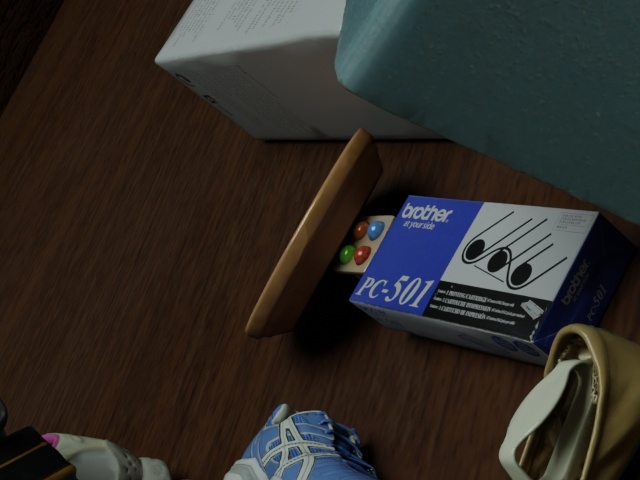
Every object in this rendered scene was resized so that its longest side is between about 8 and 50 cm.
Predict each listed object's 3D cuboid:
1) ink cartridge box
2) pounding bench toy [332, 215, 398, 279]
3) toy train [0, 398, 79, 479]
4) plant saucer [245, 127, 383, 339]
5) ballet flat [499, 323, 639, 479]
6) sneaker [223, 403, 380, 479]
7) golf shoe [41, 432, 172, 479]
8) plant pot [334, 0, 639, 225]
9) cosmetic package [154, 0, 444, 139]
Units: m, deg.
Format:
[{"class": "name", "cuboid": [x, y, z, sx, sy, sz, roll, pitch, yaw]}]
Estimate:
[{"class": "ink cartridge box", "cuboid": [0.112, 0.025, 0.877, 0.207, 0.046, 0.097, 8, 64, 58]}, {"class": "pounding bench toy", "cuboid": [0.044, 0.015, 1.008, 0.083, 0.065, 0.052, 1, 59, 62]}, {"class": "toy train", "cuboid": [-0.305, 0.270, 0.986, 0.334, 0.190, 0.142, -57, -16, 22]}, {"class": "plant saucer", "cuboid": [0.000, 0.000, 1.064, 0.200, 0.037, 0.200, -61, -1, -2]}, {"class": "ballet flat", "cuboid": [0.115, 0.151, 0.694, 0.080, 0.073, 0.232, -9, 50, 58]}, {"class": "sneaker", "cuboid": [-0.003, 0.161, 0.886, 0.211, 0.080, 0.081, 2, 63, 60]}, {"class": "golf shoe", "cuboid": [-0.257, 0.300, 1.097, 0.306, 0.140, 0.115, -57, 26, -3]}, {"class": "plant pot", "cuboid": [0.179, -0.192, 0.718, 0.252, 0.247, 0.248, -59, 13, 33]}, {"class": "cosmetic package", "cuboid": [0.028, -0.233, 1.242, 0.230, 0.161, 0.453, -59, 24, -10]}]
